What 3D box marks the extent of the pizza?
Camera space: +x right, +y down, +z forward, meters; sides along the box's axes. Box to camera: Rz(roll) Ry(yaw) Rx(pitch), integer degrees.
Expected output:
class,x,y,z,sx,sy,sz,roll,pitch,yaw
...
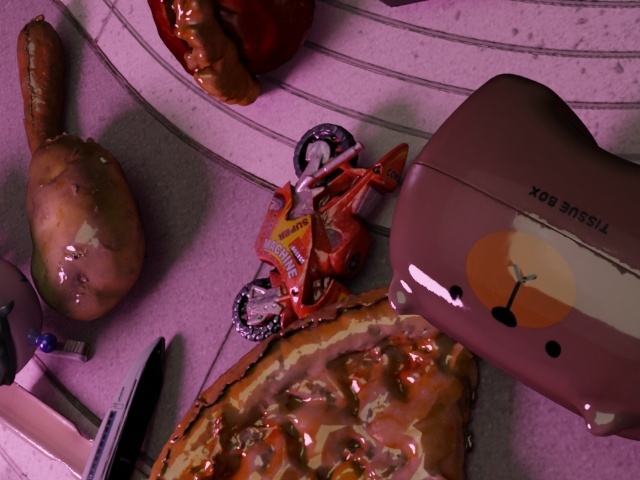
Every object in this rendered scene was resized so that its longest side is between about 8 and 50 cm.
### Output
class,x,y,z,sx,sy,sz,roll,pitch,yaw
pizza,-0.012,0.242,1.485,0.392,0.080,0.434,-1,69,19

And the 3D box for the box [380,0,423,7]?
class,x,y,z,sx,sy,sz,roll,pitch,yaw
box,0.146,-0.440,1.647,0.178,0.138,0.274,-9,68,36

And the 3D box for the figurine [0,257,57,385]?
class,x,y,z,sx,sy,sz,roll,pitch,yaw
figurine,-0.524,0.072,1.810,0.186,0.261,0.382,-38,49,-17

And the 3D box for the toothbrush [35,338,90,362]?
class,x,y,z,sx,sy,sz,roll,pitch,yaw
toothbrush,-0.471,0.146,1.910,0.342,0.025,0.030,4,69,34

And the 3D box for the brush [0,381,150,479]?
class,x,y,z,sx,sy,sz,roll,pitch,yaw
brush,-0.343,0.284,1.763,0.321,0.050,0.060,28,73,29

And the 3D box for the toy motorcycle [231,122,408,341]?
class,x,y,z,sx,sy,sz,roll,pitch,yaw
toy motorcycle,-0.002,-0.001,1.611,0.171,0.089,0.298,18,83,35

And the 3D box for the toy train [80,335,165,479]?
class,x,y,z,sx,sy,sz,roll,pitch,yaw
toy train,-0.262,0.242,1.704,0.048,0.055,0.252,4,64,30

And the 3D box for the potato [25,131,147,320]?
class,x,y,z,sx,sy,sz,roll,pitch,yaw
potato,-0.336,-0.028,1.815,0.191,0.141,0.296,-46,54,32

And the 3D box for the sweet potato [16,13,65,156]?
class,x,y,z,sx,sy,sz,roll,pitch,yaw
sweet potato,-0.431,-0.219,1.989,0.075,0.075,0.273,-17,67,28

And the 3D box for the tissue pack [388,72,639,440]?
class,x,y,z,sx,sy,sz,roll,pitch,yaw
tissue pack,0.264,0.033,1.302,0.387,0.267,0.277,33,87,29

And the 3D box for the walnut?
class,x,y,z,sx,sy,sz,roll,pitch,yaw
walnut,-0.131,-0.309,1.702,0.222,0.269,0.243,10,73,22
